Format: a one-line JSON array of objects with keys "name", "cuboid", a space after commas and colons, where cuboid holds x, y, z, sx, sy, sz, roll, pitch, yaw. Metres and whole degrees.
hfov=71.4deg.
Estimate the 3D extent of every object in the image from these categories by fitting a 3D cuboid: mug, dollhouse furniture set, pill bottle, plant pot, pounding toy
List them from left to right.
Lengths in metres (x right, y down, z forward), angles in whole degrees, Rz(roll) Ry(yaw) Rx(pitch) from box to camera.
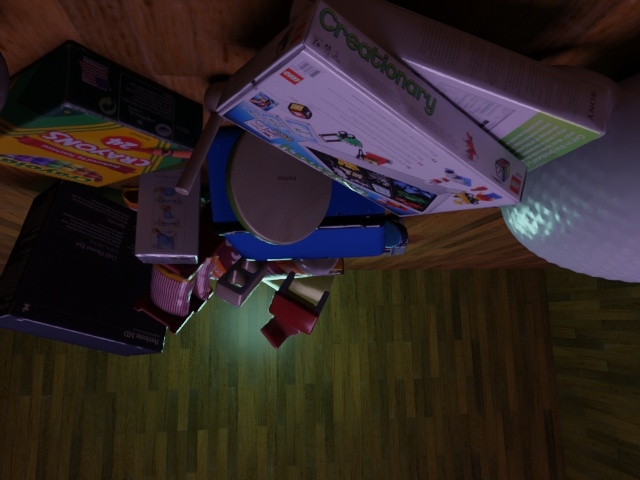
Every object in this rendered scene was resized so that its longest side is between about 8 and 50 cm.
[{"name": "dollhouse furniture set", "cuboid": [-0.195, 0.131, 0.953, 0.373, 0.152, 0.201, 29, 130, 8]}, {"name": "pounding toy", "cuboid": [-0.101, -0.097, 0.655, 0.110, 0.183, 0.236, 3, 161, 47]}, {"name": "pill bottle", "cuboid": [-0.163, -0.012, 1.087, 0.391, 0.224, 0.224, -8, 168, 31]}, {"name": "plant pot", "cuboid": [-0.119, 0.075, 1.624, 0.293, 0.275, 0.274, 19, 165, -15]}, {"name": "mug", "cuboid": [0.389, -0.104, 0.624, 0.373, 0.276, 0.328, 32, 170, -11]}]

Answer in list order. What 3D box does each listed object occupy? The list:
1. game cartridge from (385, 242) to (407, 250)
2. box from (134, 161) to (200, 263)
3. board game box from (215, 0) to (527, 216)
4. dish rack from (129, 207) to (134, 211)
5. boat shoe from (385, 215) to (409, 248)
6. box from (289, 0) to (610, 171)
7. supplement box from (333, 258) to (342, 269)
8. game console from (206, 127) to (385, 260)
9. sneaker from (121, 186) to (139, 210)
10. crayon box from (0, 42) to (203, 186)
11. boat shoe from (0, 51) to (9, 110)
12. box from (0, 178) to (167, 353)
[{"name": "game cartridge", "cuboid": [0.188, 0.034, 1.917, 0.354, 0.068, 0.230, -3, 175, 7]}, {"name": "box", "cuboid": [-0.275, -0.064, 0.821, 0.103, 0.204, 0.114, 2, 170, -14]}, {"name": "board game box", "cuboid": [0.058, -0.113, 0.501, 0.305, 0.053, 0.192, 25, 165, -31]}, {"name": "dish rack", "cuboid": [-0.438, -0.058, 1.249, 0.208, 0.074, 0.271, -6, 168, 19]}, {"name": "boat shoe", "cuboid": [0.233, -0.032, 1.468, 0.088, 0.109, 0.258, -6, -172, -15]}, {"name": "box", "cuboid": [0.110, -0.153, 0.521, 0.321, 0.059, 0.232, 19, 168, -7]}, {"name": "supplement box", "cuboid": [0.000, 0.000, 1.276, 0.128, 0.192, 0.194, -2, 171, 4]}, {"name": "game console", "cuboid": [-0.032, -0.074, 0.805, 0.292, 0.251, 0.173, -3, -172, 7]}, {"name": "sneaker", "cuboid": [-0.377, -0.097, 1.047, 0.174, 0.064, 0.067, -3, 161, -5]}, {"name": "crayon box", "cuboid": [-0.355, -0.154, 0.651, 0.318, 0.081, 0.202, -7, 169, 33]}, {"name": "boat shoe", "cuboid": [-0.459, -0.190, 0.354, 0.355, 0.133, 0.130, 17, 171, -37]}, {"name": "box", "cuboid": [-0.533, 0.083, 1.063, 0.178, 0.313, 0.343, -16, 147, 37]}]
